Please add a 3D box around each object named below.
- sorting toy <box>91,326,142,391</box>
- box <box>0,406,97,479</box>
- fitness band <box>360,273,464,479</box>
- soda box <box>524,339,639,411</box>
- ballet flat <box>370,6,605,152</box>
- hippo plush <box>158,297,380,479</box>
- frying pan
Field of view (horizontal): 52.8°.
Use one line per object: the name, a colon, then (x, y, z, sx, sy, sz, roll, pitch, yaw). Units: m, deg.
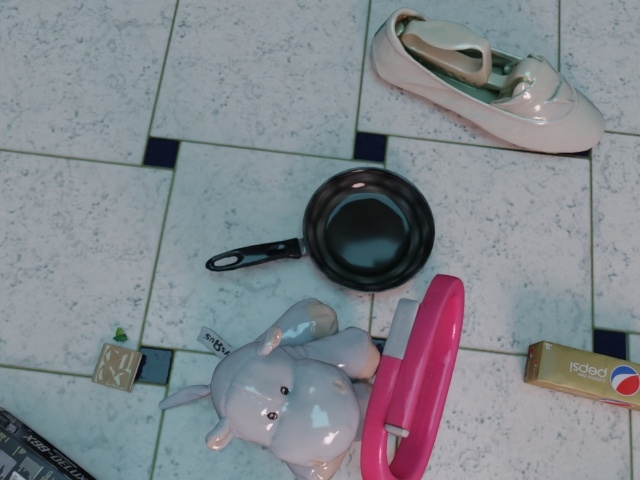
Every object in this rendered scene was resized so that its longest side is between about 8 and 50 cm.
sorting toy: (-0.285, 0.168, 0.919, 0.062, 0.012, 0.083, 14, 76, 8)
box: (-0.431, 0.404, 0.809, 0.242, 0.076, 0.307, 33, 75, 8)
fitness band: (0.127, 0.181, 0.825, 0.054, 0.209, 0.291, 11, 70, 26)
soda box: (0.385, 0.192, 0.903, 0.181, 0.061, 0.058, 13, 73, 3)
ballet flat: (0.266, -0.252, 1.004, 0.400, 0.139, 0.139, 24, 74, 6)
hippo plush: (-0.042, 0.165, 0.809, 0.294, 0.236, 0.234, 26, 74, 6)
frying pan: (0.020, 0.022, 0.954, 0.326, 0.053, 0.197, -35, 77, -9)
